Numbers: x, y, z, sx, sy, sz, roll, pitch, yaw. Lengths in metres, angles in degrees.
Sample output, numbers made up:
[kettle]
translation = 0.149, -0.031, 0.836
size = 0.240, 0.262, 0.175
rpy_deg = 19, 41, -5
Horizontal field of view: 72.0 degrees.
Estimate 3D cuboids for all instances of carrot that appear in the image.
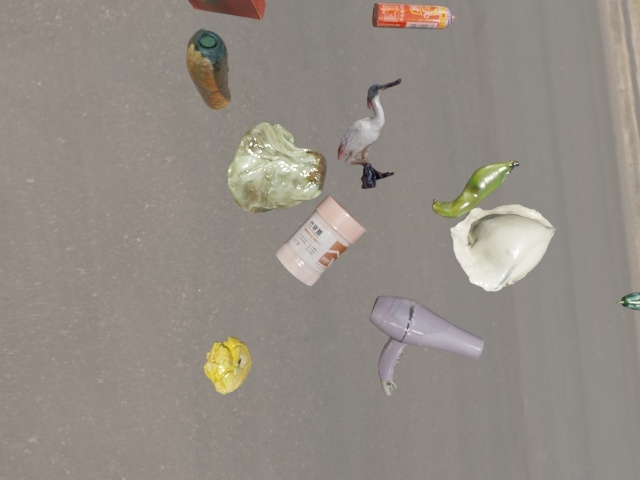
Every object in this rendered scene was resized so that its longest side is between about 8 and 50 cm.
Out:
[carrot]
translation = -0.361, -0.545, 1.439
size = 0.138, 0.302, 0.139
rpy_deg = 1, 70, -4

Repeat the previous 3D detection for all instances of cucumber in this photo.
[cucumber]
translation = 0.644, 0.120, 0.855
size = 0.167, 0.039, 0.039
rpy_deg = 7, 77, -16

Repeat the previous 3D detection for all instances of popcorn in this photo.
[popcorn]
translation = -0.276, 0.370, 1.326
size = 0.148, 0.151, 0.167
rpy_deg = 52, 44, -33

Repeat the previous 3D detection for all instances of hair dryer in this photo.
[hair dryer]
translation = 0.255, 0.329, 1.254
size = 0.121, 0.300, 0.362
rpy_deg = -61, 170, -52

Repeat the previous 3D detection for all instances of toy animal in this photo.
[toy animal]
translation = 0.137, -0.318, 1.292
size = 0.090, 0.195, 0.325
rpy_deg = -32, 133, -47

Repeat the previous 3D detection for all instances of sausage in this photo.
[sausage]
translation = 0.143, -0.335, 0.660
size = 0.129, 0.034, 0.034
rpy_deg = -3, 85, -10

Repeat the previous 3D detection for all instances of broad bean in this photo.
[broad bean]
translation = 0.355, -0.118, 1.003
size = 0.071, 0.213, 0.048
rpy_deg = 58, 6, 10

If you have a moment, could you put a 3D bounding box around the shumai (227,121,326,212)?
[shumai]
translation = -0.120, -0.227, 1.467
size = 0.304, 0.263, 0.310
rpy_deg = -37, 132, -51

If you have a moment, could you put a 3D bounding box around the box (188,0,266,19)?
[box]
translation = -0.219, -0.554, 0.982
size = 0.112, 0.174, 0.048
rpy_deg = 13, 90, -83

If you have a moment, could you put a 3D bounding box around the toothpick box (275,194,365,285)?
[toothpick box]
translation = 0.000, 0.000, 0.831
size = 0.149, 0.098, 0.098
rpy_deg = -46, 126, 8

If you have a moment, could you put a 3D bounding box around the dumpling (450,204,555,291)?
[dumpling]
translation = 0.274, 0.002, 0.679
size = 0.187, 0.127, 0.108
rpy_deg = -32, 144, -20
